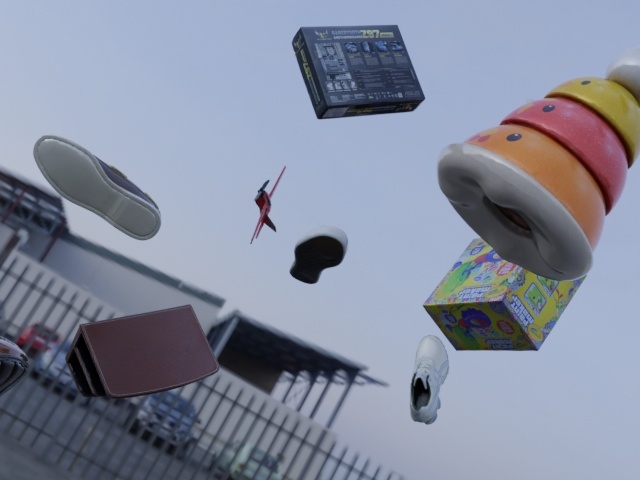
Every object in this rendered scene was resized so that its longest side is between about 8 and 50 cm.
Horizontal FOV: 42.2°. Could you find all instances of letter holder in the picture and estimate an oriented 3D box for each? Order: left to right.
[{"bbox_3d":[-0.429,0.305,2.026,0.214,0.302,0.152,59,-44,25],"label":"letter holder"}]

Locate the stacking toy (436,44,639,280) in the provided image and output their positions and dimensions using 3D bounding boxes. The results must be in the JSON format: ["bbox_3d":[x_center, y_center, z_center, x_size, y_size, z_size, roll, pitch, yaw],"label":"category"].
[{"bbox_3d":[0.487,-0.192,1.577,0.351,0.480,0.350,41,-10,9],"label":"stacking toy"}]

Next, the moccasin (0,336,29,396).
[{"bbox_3d":[-0.591,0.171,1.279,0.147,0.139,0.380,48,6,22],"label":"moccasin"}]

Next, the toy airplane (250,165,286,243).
[{"bbox_3d":[-0.092,-0.053,1.383,0.028,0.151,0.151,18,-17,11],"label":"toy airplane"}]

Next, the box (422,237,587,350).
[{"bbox_3d":[0.477,0.132,2.155,0.177,0.279,0.290,52,-31,-18],"label":"box"}]

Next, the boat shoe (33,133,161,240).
[{"bbox_3d":[-0.495,-0.122,1.861,0.324,0.116,0.096,37,6,-11],"label":"boat shoe"}]

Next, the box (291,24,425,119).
[{"bbox_3d":[0.077,-0.341,1.660,0.233,0.183,0.059,-10,-17,-28],"label":"box"}]

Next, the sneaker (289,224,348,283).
[{"bbox_3d":[0.000,0.000,1.858,0.106,0.123,0.290,26,-23,-8],"label":"sneaker"}]

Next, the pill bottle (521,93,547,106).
[{"bbox_3d":[0.681,-0.320,2.282,0.264,0.146,0.146,14,-17,9],"label":"pill bottle"}]

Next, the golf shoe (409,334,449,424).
[{"bbox_3d":[0.205,0.258,1.582,0.069,0.176,0.086,-1,-25,18],"label":"golf shoe"}]
